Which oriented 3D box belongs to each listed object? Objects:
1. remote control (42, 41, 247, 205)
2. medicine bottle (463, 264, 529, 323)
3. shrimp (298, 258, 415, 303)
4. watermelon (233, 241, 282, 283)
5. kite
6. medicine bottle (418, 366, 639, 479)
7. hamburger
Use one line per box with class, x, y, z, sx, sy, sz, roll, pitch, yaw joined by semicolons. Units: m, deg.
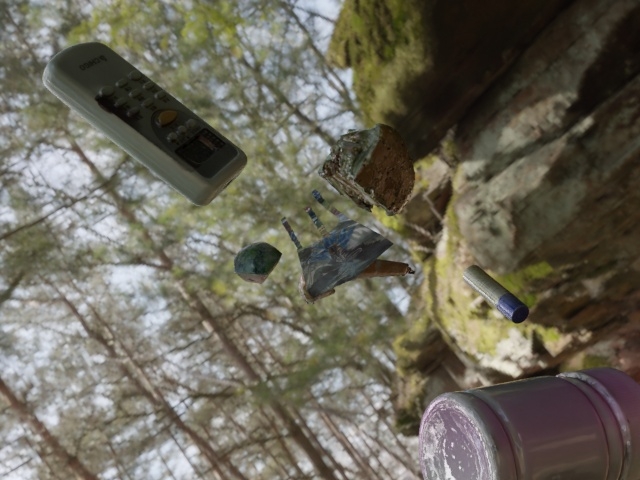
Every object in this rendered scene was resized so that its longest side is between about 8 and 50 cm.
remote control;-0.246;-0.173;1.127;0.056;0.296;0.140;-50;2;34
medicine bottle;0.467;0.142;2.122;0.059;0.231;0.059;-12;-60;-21
shrimp;0.059;0.078;1.849;0.287;0.068;0.185;-19;-19;20
watermelon;-0.105;0.045;1.413;0.084;0.092;0.072;-42;-53;-1
kite;-0.001;-0.002;1.480;0.169;0.310;0.015;-37;-56;-7
medicine bottle;0.339;0.318;1.232;0.325;0.212;0.212;-5;-32;-27
hamburger;0.126;-0.181;1.938;0.288;0.168;0.192;33;-92;-52
